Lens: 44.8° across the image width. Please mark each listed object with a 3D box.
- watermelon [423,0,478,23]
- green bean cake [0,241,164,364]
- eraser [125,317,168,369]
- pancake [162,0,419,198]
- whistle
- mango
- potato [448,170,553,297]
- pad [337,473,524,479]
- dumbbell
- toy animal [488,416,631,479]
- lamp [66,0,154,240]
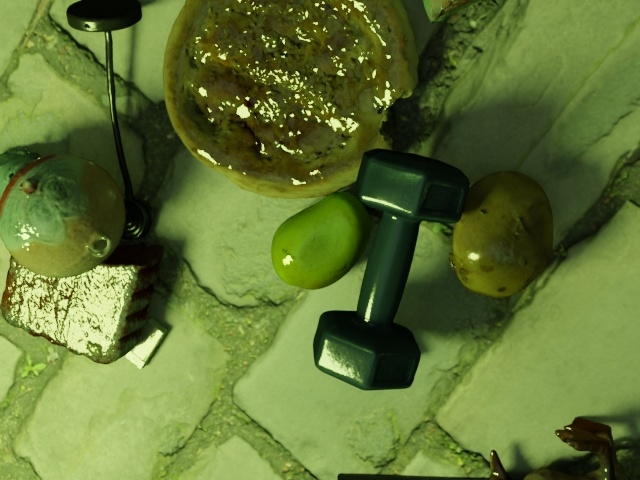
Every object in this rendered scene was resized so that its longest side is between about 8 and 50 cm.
[{"bbox_3d":[0.243,-0.389,0.925,0.310,0.231,0.193,-11,80,30],"label":"watermelon"},{"bbox_3d":[-0.381,0.073,1.238,0.232,0.097,0.199,18,103,11],"label":"green bean cake"},{"bbox_3d":[-0.287,0.170,1.278,0.038,0.019,0.083,36,108,6],"label":"eraser"},{"bbox_3d":[-0.040,-0.239,1.102,0.382,0.071,0.382,3,103,14],"label":"pancake"},{"bbox_3d":[-0.421,-0.065,1.148,0.347,0.189,0.189,30,109,33],"label":"whistle"},{"bbox_3d":[0.003,0.006,1.133,0.163,0.089,0.117,-29,94,17],"label":"mango"},{"bbox_3d":[0.246,-0.006,1.052,0.137,0.137,0.176,6,101,13],"label":"potato"},{"bbox_3d":[0.180,0.466,1.232,0.299,0.005,0.202,-3,101,15],"label":"pad"},{"bbox_3d":[0.092,0.037,1.051,0.143,0.156,0.316,13,102,-6],"label":"dumbbell"},{"bbox_3d":[0.386,0.354,1.097,0.298,0.122,0.186,8,99,19],"label":"toy animal"},{"bbox_3d":[-0.323,-0.178,1.166,0.130,0.108,0.371,11,105,16],"label":"lamp"}]
